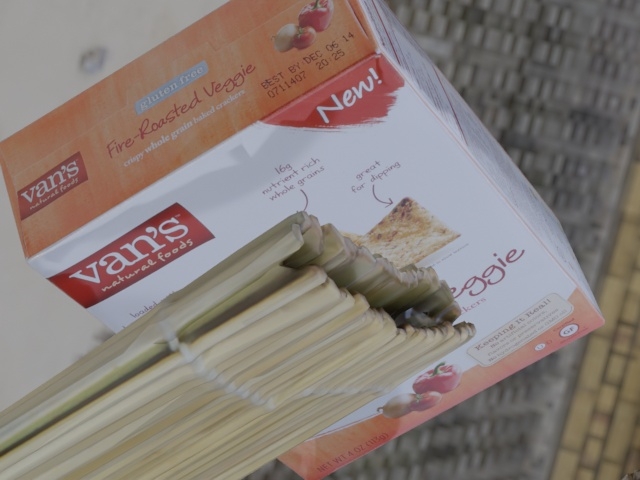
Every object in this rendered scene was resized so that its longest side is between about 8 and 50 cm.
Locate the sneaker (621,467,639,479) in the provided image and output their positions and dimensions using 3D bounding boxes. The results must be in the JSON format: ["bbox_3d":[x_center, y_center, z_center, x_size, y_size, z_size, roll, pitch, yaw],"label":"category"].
[{"bbox_3d":[0.162,0.094,0.645,0.192,0.086,0.064,126,-47,-77],"label":"sneaker"}]

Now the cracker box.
[{"bbox_3d":[0.000,0.000,0.815,0.232,0.155,0.067,44,20,-49],"label":"cracker box"}]

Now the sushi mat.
[{"bbox_3d":[-0.116,0.091,0.389,0.316,0.019,0.151,-32,169,7],"label":"sushi mat"}]
